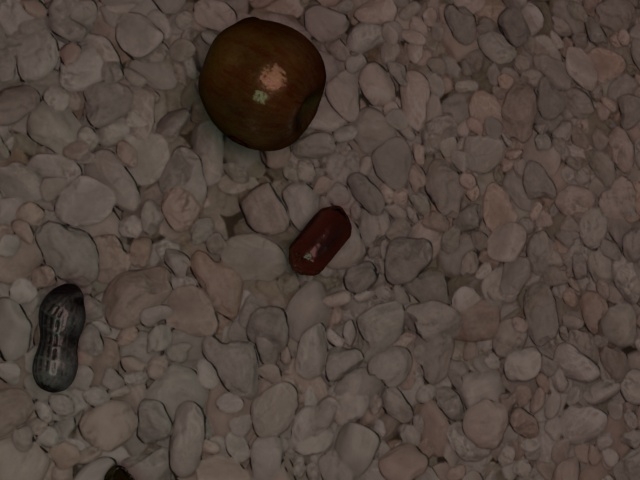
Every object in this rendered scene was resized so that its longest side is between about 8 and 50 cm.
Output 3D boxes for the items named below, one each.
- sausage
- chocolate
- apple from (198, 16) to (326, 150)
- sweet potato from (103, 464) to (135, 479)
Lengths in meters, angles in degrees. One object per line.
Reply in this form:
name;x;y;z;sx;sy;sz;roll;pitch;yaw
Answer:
sausage;0.000;0.000;1.528;0.076;0.076;0.141;45;69;-10
chocolate;-0.398;0.148;1.350;0.072;0.072;0.167;8;82;-20
apple;-0.096;-0.256;1.459;0.188;0.211;0.211;26;72;11
sweet potato;-0.244;0.472;1.364;0.286;0.085;0.112;46;35;2
